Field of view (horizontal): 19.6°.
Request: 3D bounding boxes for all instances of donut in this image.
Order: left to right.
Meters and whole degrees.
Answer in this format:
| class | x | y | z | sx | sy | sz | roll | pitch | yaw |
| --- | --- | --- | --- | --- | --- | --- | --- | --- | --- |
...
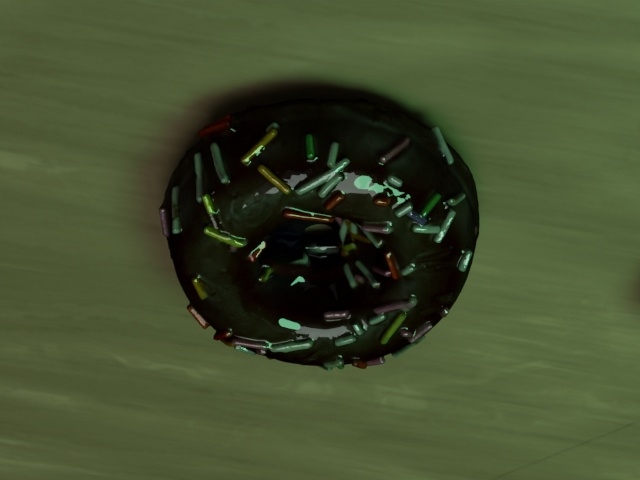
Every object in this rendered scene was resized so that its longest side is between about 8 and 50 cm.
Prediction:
| class | x | y | z | sx | sy | sz | roll | pitch | yaw |
| --- | --- | --- | --- | --- | --- | --- | --- | --- | --- |
| donut | 0.000 | 0.000 | 1.486 | 0.270 | 0.103 | 0.269 | 0 | 131 | 0 |
